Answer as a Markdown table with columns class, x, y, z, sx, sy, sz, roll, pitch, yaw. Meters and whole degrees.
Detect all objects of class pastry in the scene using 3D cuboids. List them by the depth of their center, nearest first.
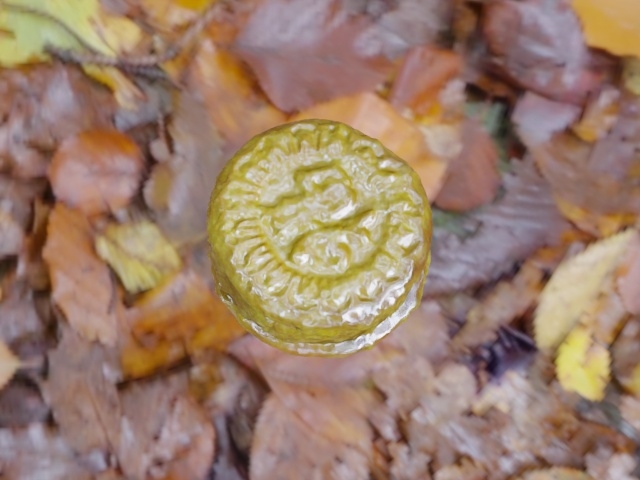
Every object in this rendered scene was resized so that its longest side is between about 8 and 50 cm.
| class | x | y | z | sx | sy | sz | roll | pitch | yaw |
| --- | --- | --- | --- | --- | --- | --- | --- | --- | --- |
| pastry | 0.000 | 0.000 | 1.346 | 0.188 | 0.103 | 0.189 | 1 | 70 | -3 |
